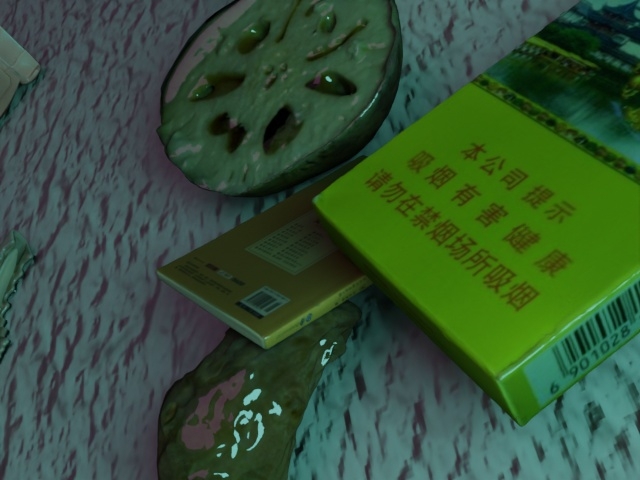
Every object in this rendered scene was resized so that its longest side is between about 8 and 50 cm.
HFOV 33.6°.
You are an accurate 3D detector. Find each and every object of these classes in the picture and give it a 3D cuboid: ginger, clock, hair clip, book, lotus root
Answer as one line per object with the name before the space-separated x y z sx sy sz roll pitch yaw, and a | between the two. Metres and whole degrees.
ginger | -0.039 0.140 0.559 0.122 0.084 0.290 -20 45 33
clock | -0.389 -0.155 1.084 0.162 0.093 0.166 9 63 46
hair clip | -0.271 0.085 0.827 0.072 0.034 0.226 -23 44 22
book | 0.000 0.000 0.648 0.172 0.012 0.118 -30 35 -27
lotus root | -0.017 -0.106 0.762 0.204 0.078 0.183 -25 54 24

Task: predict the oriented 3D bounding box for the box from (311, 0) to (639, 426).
box | 0.175 -0.066 0.560 0.335 0.047 0.187 -36 40 -8
